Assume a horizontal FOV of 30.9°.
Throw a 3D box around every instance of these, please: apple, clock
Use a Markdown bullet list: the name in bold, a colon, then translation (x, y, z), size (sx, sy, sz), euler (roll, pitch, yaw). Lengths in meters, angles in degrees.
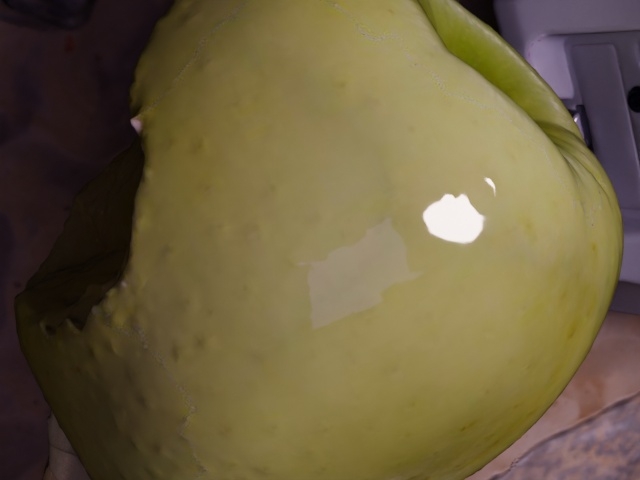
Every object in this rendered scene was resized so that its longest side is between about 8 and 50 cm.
- **apple**: translation (0.000, 0.000, 0.528), size (0.279, 0.279, 0.279), euler (-2, 108, -5)
- **clock**: translation (0.194, -0.060, 0.573), size (0.083, 0.186, 0.253), euler (-30, 112, -32)

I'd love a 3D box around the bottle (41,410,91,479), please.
- **bottle**: translation (-0.109, 0.122, 0.644), size (0.098, 0.099, 0.152), euler (11, 106, -10)
